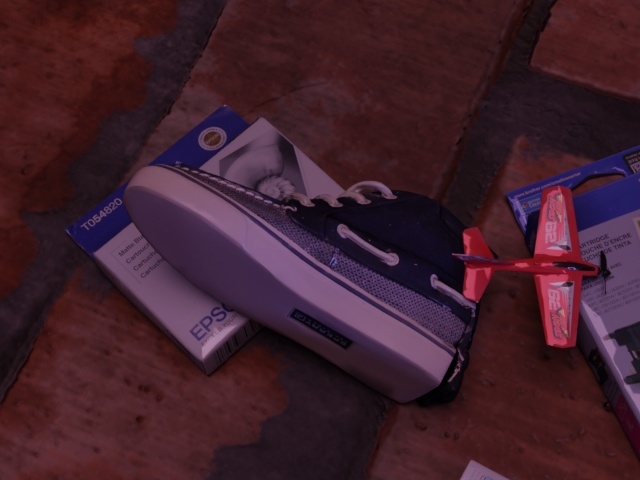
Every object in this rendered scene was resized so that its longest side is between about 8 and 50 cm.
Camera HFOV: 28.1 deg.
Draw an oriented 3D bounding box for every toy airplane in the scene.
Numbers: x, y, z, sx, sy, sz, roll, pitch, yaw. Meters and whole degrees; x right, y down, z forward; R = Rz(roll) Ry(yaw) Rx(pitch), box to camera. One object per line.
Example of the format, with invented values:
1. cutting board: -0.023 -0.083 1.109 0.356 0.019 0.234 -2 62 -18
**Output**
1. toy airplane: 0.185 0.025 1.130 0.151 0.028 0.151 3 73 -11

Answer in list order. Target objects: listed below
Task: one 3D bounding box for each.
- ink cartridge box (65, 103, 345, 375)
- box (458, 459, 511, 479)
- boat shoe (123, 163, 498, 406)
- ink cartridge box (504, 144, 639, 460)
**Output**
1. ink cartridge box: -0.103 -0.018 1.243 0.223 0.045 0.224 -42 66 -17
2. box: 0.121 0.297 1.019 0.114 0.103 0.203 25 66 17
3. boat shoe: 0.000 0.000 1.149 0.340 0.127 0.158 34 60 -9
4. ink cartridge box: 0.315 0.039 1.172 0.186 0.065 0.311 -20 60 -7
